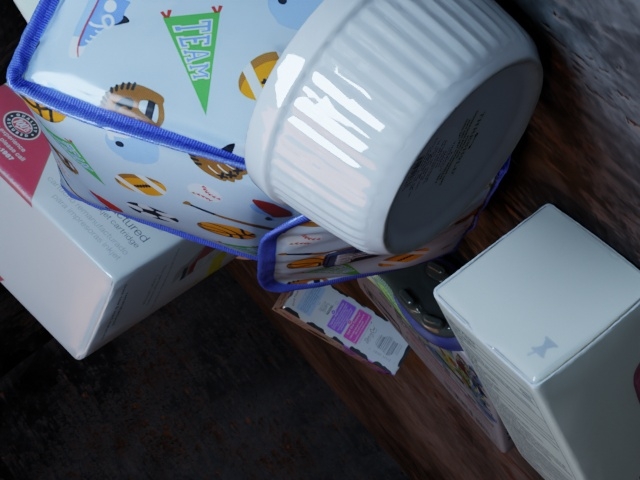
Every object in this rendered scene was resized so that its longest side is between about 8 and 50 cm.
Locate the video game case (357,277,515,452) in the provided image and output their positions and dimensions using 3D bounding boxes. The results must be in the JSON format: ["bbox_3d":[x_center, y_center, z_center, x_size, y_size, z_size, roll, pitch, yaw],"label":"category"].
[{"bbox_3d":[0.138,0.105,2.079,0.329,0.036,0.300,50,172,26],"label":"video game case"}]

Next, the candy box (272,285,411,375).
[{"bbox_3d":[0.033,0.123,2.406,0.196,0.070,0.165,31,174,-5],"label":"candy box"}]

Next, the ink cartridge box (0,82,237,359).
[{"bbox_3d":[-0.218,-0.085,1.852,0.279,0.385,0.160,42,137,13],"label":"ink cartridge box"}]

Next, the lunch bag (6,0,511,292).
[{"bbox_3d":[-0.039,-0.095,1.361,0.385,0.239,0.328,19,168,2],"label":"lunch bag"}]

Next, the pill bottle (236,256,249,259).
[{"bbox_3d":[-0.131,-0.093,2.345,0.146,0.146,0.264,47,171,34],"label":"pill bottle"}]

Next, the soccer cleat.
[{"bbox_3d":[0.083,0.020,1.803,0.289,0.093,0.121,49,178,30],"label":"soccer cleat"}]

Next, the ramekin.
[{"bbox_3d":[0.058,-0.086,1.082,0.109,0.207,0.207,40,169,20],"label":"ramekin"}]

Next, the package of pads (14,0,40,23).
[{"bbox_3d":[-0.222,-0.213,1.673,0.296,0.101,0.229,59,-173,11],"label":"package of pads"}]

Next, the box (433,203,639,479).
[{"bbox_3d":[0.214,0.111,1.302,0.148,0.127,0.232,44,169,48],"label":"box"}]
